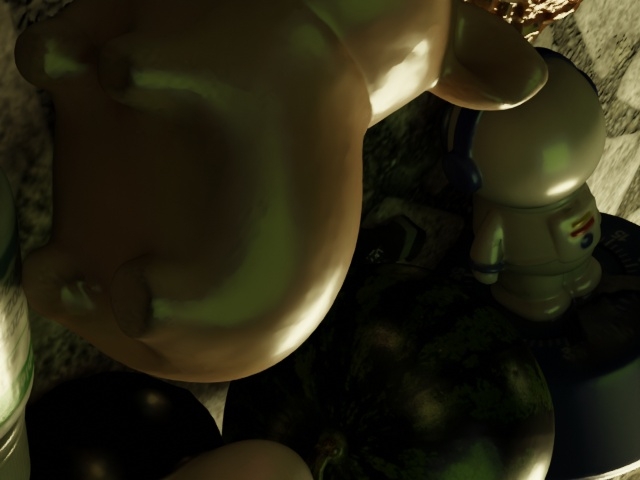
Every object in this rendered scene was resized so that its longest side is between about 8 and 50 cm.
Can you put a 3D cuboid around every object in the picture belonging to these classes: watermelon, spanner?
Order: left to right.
[{"bbox_3d":[0.000,0.000,1.260,0.087,0.024,0.316,-53,153,10],"label":"spanner"},{"bbox_3d":[0.053,0.143,1.245,0.269,0.269,0.269,-38,148,-28],"label":"watermelon"}]

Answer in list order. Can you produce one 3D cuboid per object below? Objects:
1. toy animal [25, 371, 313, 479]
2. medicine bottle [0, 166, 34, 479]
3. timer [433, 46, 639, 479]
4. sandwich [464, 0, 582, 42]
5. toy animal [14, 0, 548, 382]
[{"bbox_3d":[-0.102,0.220,1.096,0.212,0.266,0.212,-43,151,-31],"label":"toy animal"},{"bbox_3d":[-0.225,0.062,0.851,0.139,0.139,0.237,-35,145,-32],"label":"medicine bottle"},{"bbox_3d":[0.196,-0.001,1.371,0.270,0.270,0.384,-38,134,-27],"label":"timer"},{"bbox_3d":[0.138,-0.242,1.049,0.250,0.162,0.301,-41,147,-16],"label":"sandwich"},{"bbox_3d":[-0.038,-0.086,0.844,0.269,0.237,0.326,-15,118,-57],"label":"toy animal"}]
